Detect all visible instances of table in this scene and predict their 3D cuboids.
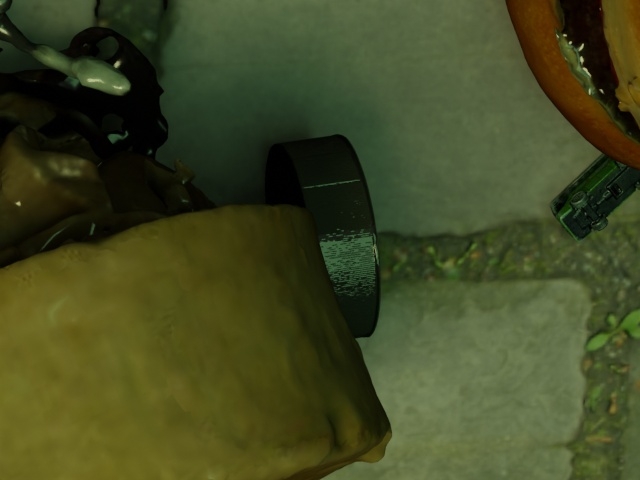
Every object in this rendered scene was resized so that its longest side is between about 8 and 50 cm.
[{"bbox_3d":[0.000,0.000,1.000,0.043,0.133,0.133,-9,108,-13],"label":"table"}]

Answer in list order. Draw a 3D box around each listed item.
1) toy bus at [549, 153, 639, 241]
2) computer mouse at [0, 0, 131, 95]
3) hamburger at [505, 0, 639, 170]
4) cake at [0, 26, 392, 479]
[{"bbox_3d":[0.201,-0.038,1.103,0.083,0.037,0.031,-43,114,-1],"label":"toy bus"},{"bbox_3d":[-0.258,-0.167,0.802,0.379,0.090,0.167,30,104,15],"label":"computer mouse"},{"bbox_3d":[0.295,-0.173,0.967,0.330,0.250,0.330,-3,100,-17],"label":"hamburger"},{"bbox_3d":[-0.155,0.024,0.874,0.332,0.332,0.321,-20,80,-11],"label":"cake"}]
